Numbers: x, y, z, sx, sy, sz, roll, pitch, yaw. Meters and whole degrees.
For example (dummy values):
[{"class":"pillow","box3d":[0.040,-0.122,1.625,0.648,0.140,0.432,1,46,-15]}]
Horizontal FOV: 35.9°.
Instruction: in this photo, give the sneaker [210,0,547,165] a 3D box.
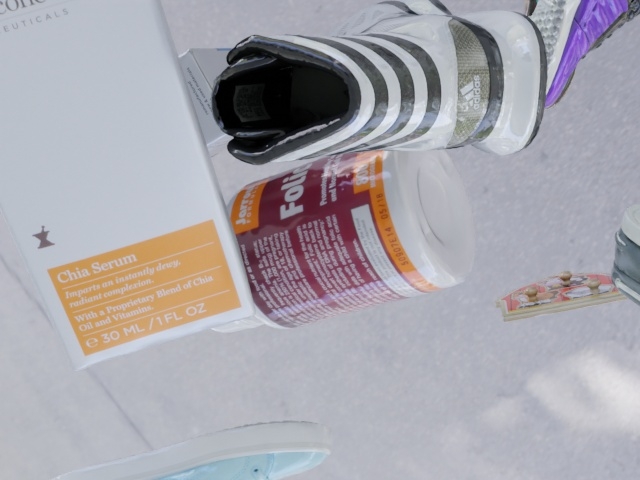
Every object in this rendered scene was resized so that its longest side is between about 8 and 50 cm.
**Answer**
[{"class":"sneaker","box3d":[0.004,-0.168,0.981,0.447,0.258,0.169,-154,63,-69]}]

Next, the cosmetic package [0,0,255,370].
[{"class":"cosmetic package","box3d":[-0.243,-0.101,1.092,0.161,0.230,0.453,-114,7,-59]}]

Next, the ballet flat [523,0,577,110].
[{"class":"ballet flat","box3d":[0.401,-0.377,1.726,0.108,0.106,0.316,7,89,9]}]

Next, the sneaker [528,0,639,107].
[{"class":"sneaker","box3d":[0.363,-0.300,1.325,0.102,0.146,0.293,-108,23,-46]}]

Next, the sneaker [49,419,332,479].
[{"class":"sneaker","box3d":[-0.150,0.324,1.205,0.366,0.135,0.150,-17,72,7]}]

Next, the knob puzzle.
[{"class":"knob puzzle","box3d":[0.348,0.066,1.440,0.213,0.213,0.030,-7,100,40]}]

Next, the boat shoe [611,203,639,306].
[{"class":"boat shoe","box3d":[0.418,0.085,0.993,0.319,0.116,0.099,47,135,40]}]

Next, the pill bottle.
[{"class":"pill bottle","box3d":[0.000,0.000,1.407,0.392,0.224,0.224,-17,104,29]}]

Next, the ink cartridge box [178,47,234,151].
[{"class":"ink cartridge box","box3d":[-0.244,-0.148,1.424,0.307,0.223,0.129,-28,94,17]}]
